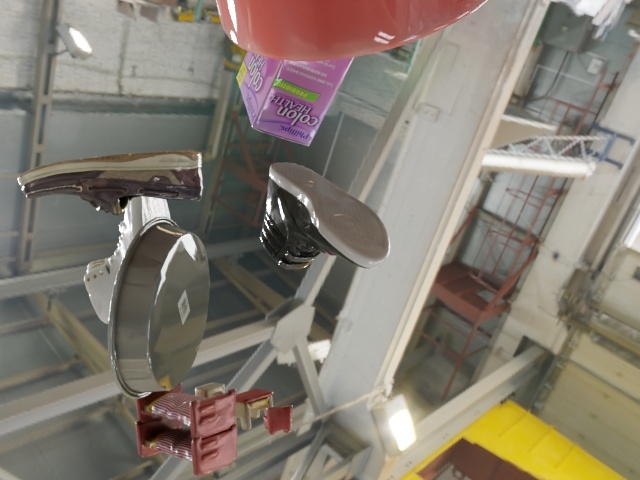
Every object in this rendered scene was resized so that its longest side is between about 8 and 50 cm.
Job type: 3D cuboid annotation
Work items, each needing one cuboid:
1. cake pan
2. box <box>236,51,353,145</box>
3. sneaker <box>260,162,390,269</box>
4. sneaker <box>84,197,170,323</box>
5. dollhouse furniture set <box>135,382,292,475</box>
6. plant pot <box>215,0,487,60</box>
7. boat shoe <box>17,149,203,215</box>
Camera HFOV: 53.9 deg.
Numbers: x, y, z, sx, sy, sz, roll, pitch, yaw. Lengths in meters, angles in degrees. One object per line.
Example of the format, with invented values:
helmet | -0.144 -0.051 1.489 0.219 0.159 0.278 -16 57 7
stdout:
cake pan | -0.246 0.109 1.010 0.054 0.293 0.293 6 -159 9
box | -0.042 -0.336 1.129 0.117 0.243 0.213 13 -147 -25
sneaker | 0.000 0.000 0.984 0.105 0.146 0.296 -6 -148 -33
sneaker | -0.362 0.026 1.149 0.169 0.292 0.108 2 -167 17
dollhouse furniture set | -0.206 0.380 1.413 0.201 0.152 0.374 -1 -179 37
plant pot | 0.007 -0.320 0.509 0.275 0.243 0.275 -10 -137 10
boat shoe | -0.323 -0.085 0.982 0.285 0.092 0.103 -7 -175 -2
